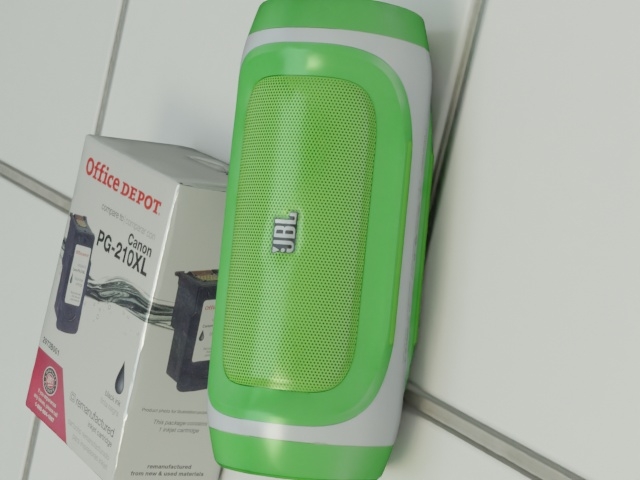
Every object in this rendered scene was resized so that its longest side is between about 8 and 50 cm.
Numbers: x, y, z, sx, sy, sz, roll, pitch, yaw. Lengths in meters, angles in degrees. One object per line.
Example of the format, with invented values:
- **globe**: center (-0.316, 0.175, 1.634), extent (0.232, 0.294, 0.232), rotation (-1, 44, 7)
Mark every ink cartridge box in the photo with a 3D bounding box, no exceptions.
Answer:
- **ink cartridge box**: center (-0.133, 0.050, 1.106), extent (0.172, 0.100, 0.237), rotation (26, 105, 53)

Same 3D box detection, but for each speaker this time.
- **speaker**: center (0.000, 0.000, 0.909), extent (0.131, 0.131, 0.296), rotation (1, 85, 55)
